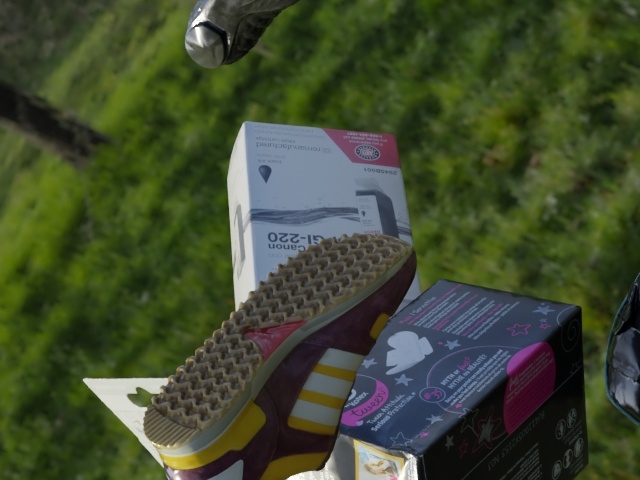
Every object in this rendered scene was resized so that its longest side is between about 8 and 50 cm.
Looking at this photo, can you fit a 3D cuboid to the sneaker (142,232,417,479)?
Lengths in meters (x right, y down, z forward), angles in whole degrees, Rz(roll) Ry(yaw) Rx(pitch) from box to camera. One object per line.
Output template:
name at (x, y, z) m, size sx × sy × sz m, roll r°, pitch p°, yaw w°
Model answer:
sneaker at (-0.011, 0.072, 0.830) m, size 0.185 × 0.084 × 0.069 m, roll -40°, pitch 34°, yaw -26°

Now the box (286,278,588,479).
box at (0.095, 0.160, 1.261) m, size 0.247 × 0.142 × 0.163 m, roll -34°, pitch -54°, yaw -44°

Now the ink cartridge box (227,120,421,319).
ink cartridge box at (0.000, 0.000, 1.466) m, size 0.092 × 0.158 × 0.218 m, roll 109°, pitch 161°, yaw -49°

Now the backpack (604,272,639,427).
backpack at (0.323, 0.097, 1.281) m, size 0.188 × 0.144 × 0.166 m, roll 35°, pitch 108°, yaw 60°

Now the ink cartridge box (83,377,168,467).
ink cartridge box at (-0.077, 0.186, 1.379) m, size 0.066 × 0.232 × 0.189 m, roll -46°, pitch 21°, yaw -30°

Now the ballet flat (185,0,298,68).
ballet flat at (-0.043, -0.171, 1.042) m, size 0.173 × 0.057 × 0.049 m, roll -37°, pitch 17°, yaw 54°
